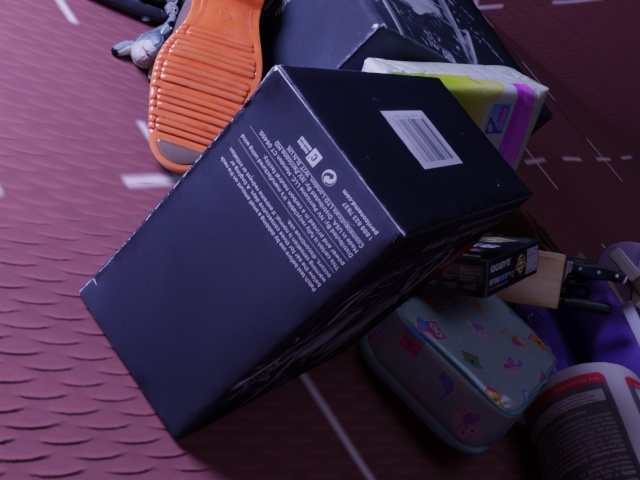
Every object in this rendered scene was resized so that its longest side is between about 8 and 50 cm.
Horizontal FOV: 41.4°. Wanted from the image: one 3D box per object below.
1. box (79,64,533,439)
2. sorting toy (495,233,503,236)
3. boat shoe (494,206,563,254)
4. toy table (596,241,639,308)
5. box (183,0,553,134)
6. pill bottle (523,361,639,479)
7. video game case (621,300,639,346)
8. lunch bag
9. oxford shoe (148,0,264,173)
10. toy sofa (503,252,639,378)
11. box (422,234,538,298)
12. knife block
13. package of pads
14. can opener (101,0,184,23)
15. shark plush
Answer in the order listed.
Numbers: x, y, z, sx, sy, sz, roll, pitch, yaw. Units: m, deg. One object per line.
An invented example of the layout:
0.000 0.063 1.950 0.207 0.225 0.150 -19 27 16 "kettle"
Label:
0.000 0.000 0.857 0.179 0.312 0.343 54 30 12 "box"
0.324 0.026 1.553 0.042 0.061 0.102 -4 39 -13 "sorting toy"
0.413 -0.004 1.687 0.207 0.073 0.073 49 26 -10 "boat shoe"
0.682 0.121 1.735 0.274 0.252 0.161 41 11 12 "toy table"
0.052 -0.332 1.384 0.479 0.297 0.472 11 46 -48 "box"
0.386 0.330 1.102 0.176 0.176 0.319 31 32 -26 "pill bottle"
0.567 0.211 1.352 0.183 0.023 0.201 36 29 -28 "video game case"
0.184 0.147 1.125 0.224 0.108 0.279 41 24 15 "lunch bag"
-0.146 -0.235 1.116 0.129 0.133 0.364 20 65 -13 "oxford shoe"
0.464 0.203 1.402 0.177 0.150 0.363 22 37 -40 "toy sofa"
0.156 0.024 1.131 0.175 0.220 0.051 -14 107 -54 "box"
0.327 0.056 1.322 0.275 0.242 0.088 8 91 -50 "knife block"
0.152 -0.121 1.153 0.296 0.229 0.101 -6 35 -38 "package of pads"
-0.272 -0.350 1.223 0.186 0.073 0.059 2 90 -49 "can opener"
-0.217 -0.273 1.169 0.073 0.067 0.161 43 28 -6 "shark plush"
